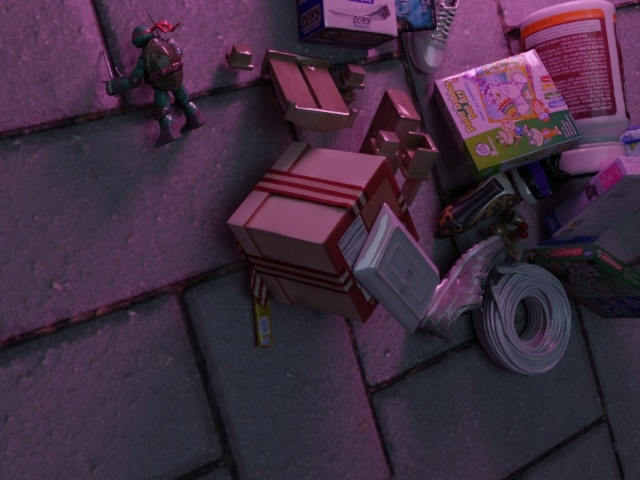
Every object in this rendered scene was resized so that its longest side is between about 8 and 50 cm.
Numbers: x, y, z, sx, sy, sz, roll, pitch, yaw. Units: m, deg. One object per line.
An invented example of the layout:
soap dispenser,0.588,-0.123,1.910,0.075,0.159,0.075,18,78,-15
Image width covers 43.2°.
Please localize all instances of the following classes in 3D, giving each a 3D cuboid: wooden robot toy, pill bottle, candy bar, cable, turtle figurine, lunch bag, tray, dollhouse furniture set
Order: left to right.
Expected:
turtle figurine,-0.296,-0.295,1.442,0.175,0.118,0.234,-32,108,-29
candy bar,-0.115,0.130,1.564,0.040,0.018,0.161,-5,88,-35
dollhouse furniture set,-0.002,-0.206,1.564,0.355,0.174,0.303,5,39,-23
tray,0.153,0.060,1.480,0.270,0.030,0.145,46,65,-48
wooden robot toy,0.422,-0.026,1.846,0.079,0.076,0.173,28,45,-12
cable,0.468,0.180,1.875,0.257,0.089,0.257,-1,87,-32
pill bottle,0.608,-0.348,1.926,0.224,0.224,0.392,-5,88,-32
lunch bag,0.827,-0.218,2.129,0.219,0.090,0.176,-11,89,-33

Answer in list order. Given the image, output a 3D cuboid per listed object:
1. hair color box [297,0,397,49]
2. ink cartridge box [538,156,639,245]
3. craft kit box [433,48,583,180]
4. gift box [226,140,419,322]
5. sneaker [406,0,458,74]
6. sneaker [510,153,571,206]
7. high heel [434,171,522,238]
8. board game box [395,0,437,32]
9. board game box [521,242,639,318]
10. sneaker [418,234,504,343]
hair color box,0.047,-0.580,1.675,0.185,0.110,0.339,-2,85,-33
ink cartridge box,0.669,-0.086,1.920,0.186,0.311,0.065,-1,58,-32
craft kit box,0.408,-0.280,1.781,0.246,0.061,0.250,-20,66,-3
gift box,0.000,0.000,1.503,0.255,0.258,0.276,-50,136,-31
sneaker,0.257,-0.489,1.802,0.090,0.095,0.235,9,82,-32
sneaker,0.487,-0.236,1.848,0.102,0.146,0.293,8,59,-56
high heel,0.362,-0.077,1.859,0.093,0.186,0.261,55,25,13
board game box,0.182,-0.547,1.762,0.126,0.026,0.186,-6,88,3
board game box,0.667,0.102,1.928,0.317,0.213,0.046,30,71,-26
sneaker,0.318,0.107,1.768,0.115,0.105,0.281,42,75,6
